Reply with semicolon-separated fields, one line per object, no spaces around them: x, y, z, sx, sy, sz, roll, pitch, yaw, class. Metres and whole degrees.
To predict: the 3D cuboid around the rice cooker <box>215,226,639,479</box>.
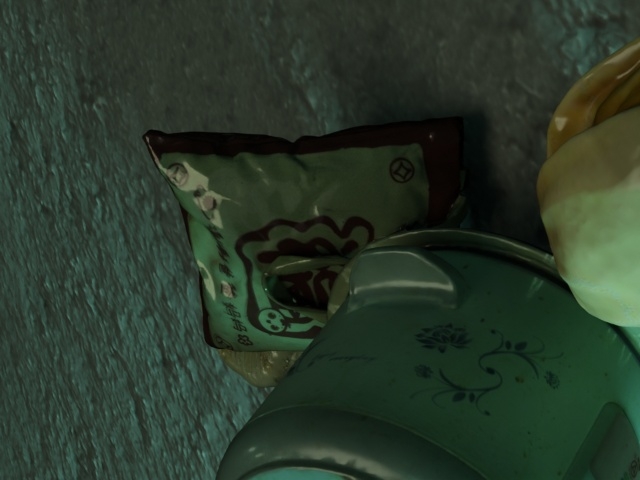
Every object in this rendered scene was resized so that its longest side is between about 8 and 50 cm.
0.089;0.143;1.038;0.264;0.316;0.317;-6;105;37;rice cooker

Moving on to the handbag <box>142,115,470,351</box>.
0.000;0.000;1.195;0.127;0.235;0.213;-76;-20;-55;handbag

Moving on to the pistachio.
0.207;-0.043;0.856;0.157;0.157;0.229;61;145;15;pistachio

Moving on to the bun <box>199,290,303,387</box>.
-0.028;0.039;1.362;0.183;0.102;0.183;2;93;58;bun
